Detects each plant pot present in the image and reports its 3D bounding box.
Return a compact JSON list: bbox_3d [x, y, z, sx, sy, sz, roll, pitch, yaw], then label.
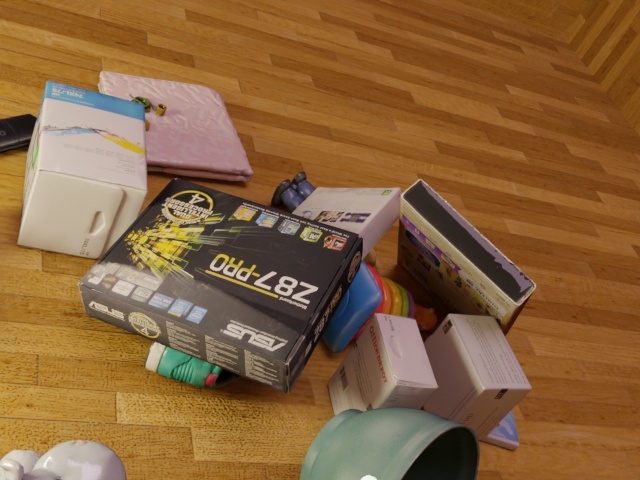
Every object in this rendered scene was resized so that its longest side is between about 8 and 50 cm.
[{"bbox_3d":[0.092,0.388,1.294,0.196,0.293,0.293,22,28,36],"label":"plant pot"}]

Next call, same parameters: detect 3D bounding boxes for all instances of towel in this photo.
[{"bbox_3d":[-0.343,-0.266,1.906,0.317,0.053,0.332,3,44,-31],"label":"towel"}]

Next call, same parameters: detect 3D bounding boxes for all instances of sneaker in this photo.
[{"bbox_3d":[-0.171,0.157,1.472,0.178,0.124,0.295,27,44,4],"label":"sneaker"}]

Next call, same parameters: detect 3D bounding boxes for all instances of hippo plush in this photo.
[{"bbox_3d":[-0.379,0.342,1.027,0.234,0.236,0.294,44,39,17],"label":"hippo plush"}]

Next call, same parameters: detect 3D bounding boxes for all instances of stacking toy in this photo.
[{"bbox_3d":[0.139,0.143,1.700,0.302,0.175,0.166,15,31,-38],"label":"stacking toy"}]

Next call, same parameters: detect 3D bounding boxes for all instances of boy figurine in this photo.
[{"bbox_3d":[0.026,-0.038,1.858,0.285,0.092,0.177,43,46,14],"label":"boy figurine"}]

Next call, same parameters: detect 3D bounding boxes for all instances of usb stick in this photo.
[{"bbox_3d":[-0.674,-0.198,1.610,0.077,0.045,0.278,49,40,12],"label":"usb stick"}]

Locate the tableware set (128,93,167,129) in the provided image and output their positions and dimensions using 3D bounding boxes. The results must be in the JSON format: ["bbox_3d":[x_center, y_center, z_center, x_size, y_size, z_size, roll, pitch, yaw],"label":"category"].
[{"bbox_3d":[-0.413,-0.289,1.824,0.104,0.024,0.154,43,38,18],"label":"tableware set"}]

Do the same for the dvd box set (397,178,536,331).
[{"bbox_3d":[0.288,0.068,1.695,0.062,0.420,0.307,-42,72,-10],"label":"dvd box set"}]

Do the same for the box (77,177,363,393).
[{"bbox_3d":[-0.164,0.062,1.415,0.395,0.097,0.318,19,48,16],"label":"box"}]

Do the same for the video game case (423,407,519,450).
[{"bbox_3d":[0.307,0.326,1.689,0.212,0.023,0.193,20,38,-14],"label":"video game case"}]

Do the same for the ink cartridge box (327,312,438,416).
[{"bbox_3d":[0.107,0.261,1.464,0.092,0.219,0.160,11,41,-24],"label":"ink cartridge box"}]

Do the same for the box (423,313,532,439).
[{"bbox_3d":[0.283,0.266,1.572,0.119,0.181,0.182,5,44,-27],"label":"box"}]

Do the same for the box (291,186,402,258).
[{"bbox_3d":[0.000,0.000,1.648,0.232,0.058,0.322,4,38,42],"label":"box"}]

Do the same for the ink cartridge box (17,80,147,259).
[{"bbox_3d":[-0.454,-0.131,1.554,0.197,0.198,0.270,11,40,-25],"label":"ink cartridge box"}]
